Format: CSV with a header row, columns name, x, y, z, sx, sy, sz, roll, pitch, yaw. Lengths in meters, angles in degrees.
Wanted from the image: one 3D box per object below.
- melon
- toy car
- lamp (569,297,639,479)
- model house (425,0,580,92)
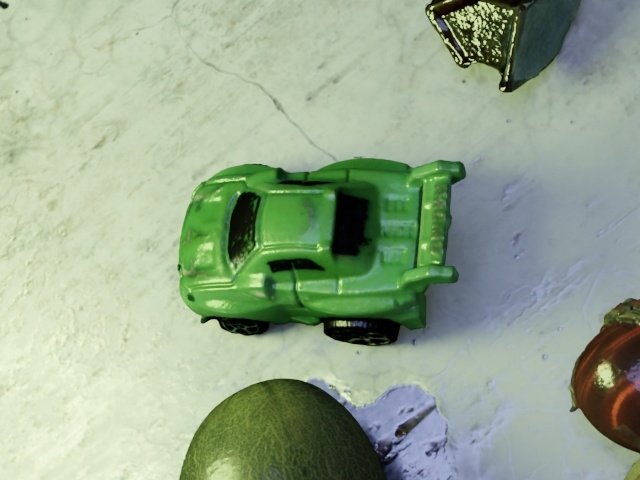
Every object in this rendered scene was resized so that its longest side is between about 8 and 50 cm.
name,x,y,z,sx,sy,sz,roll,pitch,yaw
melon,-0.039,0.302,1.571,0.237,0.237,0.301,-15,69,9
toy car,0.000,0.000,1.689,0.359,0.176,0.213,3,72,15
lamp,0.349,0.179,1.554,0.151,0.215,0.223,11,37,-14
model house,0.222,-0.280,1.776,0.152,0.106,0.165,26,44,31
